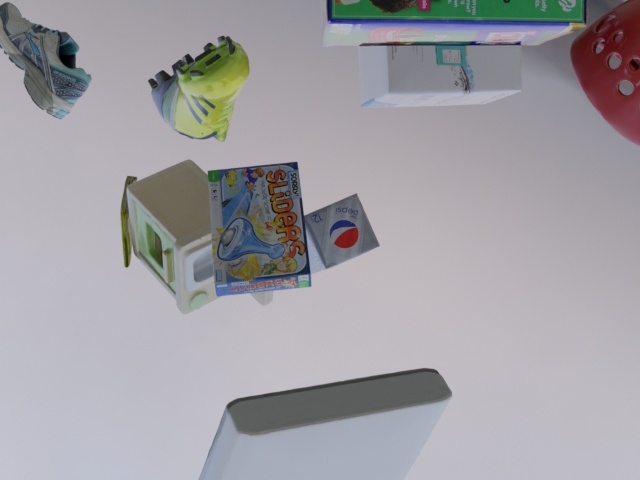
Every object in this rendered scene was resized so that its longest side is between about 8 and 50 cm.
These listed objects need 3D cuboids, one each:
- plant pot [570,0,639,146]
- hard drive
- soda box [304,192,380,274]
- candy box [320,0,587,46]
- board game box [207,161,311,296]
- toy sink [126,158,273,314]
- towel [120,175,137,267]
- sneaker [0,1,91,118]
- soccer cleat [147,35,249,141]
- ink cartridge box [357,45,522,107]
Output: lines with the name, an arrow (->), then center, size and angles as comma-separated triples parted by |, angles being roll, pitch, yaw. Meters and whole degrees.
plant pot -> 0.449, -0.241, 1.485 | 0.191, 0.174, 0.191 | 25, -138, -25
hard drive -> -0.024, 0.238, 1.030 | 0.203, 0.308, 0.040 | -5, -133, -29
soda box -> 0.000, 0.000, 1.833 | 0.098, 0.091, 0.286 | -24, 180, -15
candy box -> 0.160, -0.320, 1.488 | 0.317, 0.122, 0.268 | -1, -176, -1
board game box -> -0.089, -0.019, 1.639 | 0.136, 0.035, 0.201 | -6, -124, -3
toy sink -> -0.194, 0.011, 1.800 | 0.131, 0.153, 0.234 | -27, -128, -28
towel -> -0.327, -0.036, 1.972 | 0.021, 0.102, 0.237 | -4, -163, -5
sneaker -> -0.534, -0.371, 2.229 | 0.283, 0.122, 0.110 | 54, -169, 20
soccer cleat -> -0.139, -0.185, 1.472 | 0.093, 0.121, 0.289 | -37, -166, -17
ink cartridge box -> 0.227, -0.367, 2.215 | 0.270, 0.197, 0.198 | -3, 179, -14
